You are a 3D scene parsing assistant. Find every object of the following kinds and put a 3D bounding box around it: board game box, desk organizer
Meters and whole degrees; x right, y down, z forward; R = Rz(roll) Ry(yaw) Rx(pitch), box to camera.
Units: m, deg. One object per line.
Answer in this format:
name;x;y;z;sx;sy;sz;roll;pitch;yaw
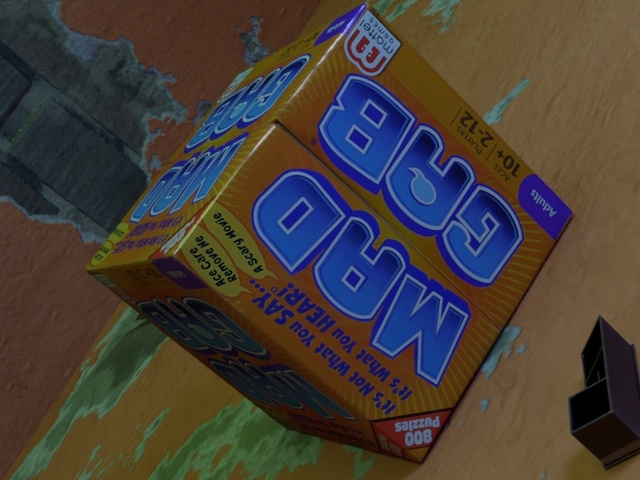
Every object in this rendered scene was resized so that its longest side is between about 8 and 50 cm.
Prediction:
board game box;0.000;0.000;1.211;0.356;0.356;0.356;-55;19;-19
desk organizer;0.249;0.130;0.878;0.047;0.050;0.130;-37;21;29
